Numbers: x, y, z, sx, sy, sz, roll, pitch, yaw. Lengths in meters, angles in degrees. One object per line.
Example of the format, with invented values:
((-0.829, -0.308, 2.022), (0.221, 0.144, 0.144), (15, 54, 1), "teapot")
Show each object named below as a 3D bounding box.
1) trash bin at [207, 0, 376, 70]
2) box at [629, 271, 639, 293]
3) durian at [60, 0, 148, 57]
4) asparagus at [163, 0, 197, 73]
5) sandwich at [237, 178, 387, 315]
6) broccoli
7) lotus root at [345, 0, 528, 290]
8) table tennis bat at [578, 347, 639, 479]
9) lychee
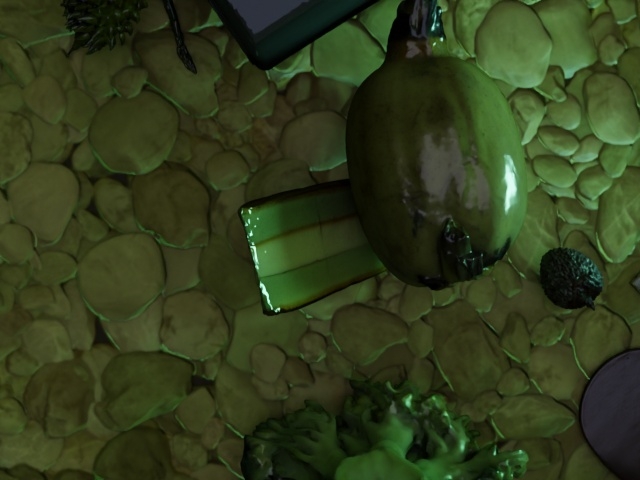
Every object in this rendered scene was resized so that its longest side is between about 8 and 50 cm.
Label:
((0.006, -0.323, 0.919), (0.290, 0.182, 0.209), (-34, 96, 2), "trash bin")
((0.406, 0.036, 1.050), (0.083, 0.012, 0.046), (-45, 94, -2), "box")
((-0.231, -0.300, 0.917), (0.095, 0.137, 0.221), (3, 96, -41), "durian")
((-0.168, -0.257, 0.980), (0.016, 0.016, 0.163), (-18, 96, 5), "asparagus")
((0.000, 0.000, 0.925), (0.144, 0.187, 0.117), (-14, 94, 1), "sandwich")
((0.064, 0.241, 0.908), (0.288, 0.245, 0.248), (-12, 65, -3), "broccoli")
((0.114, -0.106, 0.938), (0.182, 0.183, 0.310), (-11, 92, -5), "lotus root")
((0.423, 0.242, 1.047), (0.274, 0.021, 0.154), (42, 90, -1), "table tennis bat")
((0.281, 0.046, 1.010), (0.067, 0.068, 0.083), (-39, 75, 37), "lychee")
